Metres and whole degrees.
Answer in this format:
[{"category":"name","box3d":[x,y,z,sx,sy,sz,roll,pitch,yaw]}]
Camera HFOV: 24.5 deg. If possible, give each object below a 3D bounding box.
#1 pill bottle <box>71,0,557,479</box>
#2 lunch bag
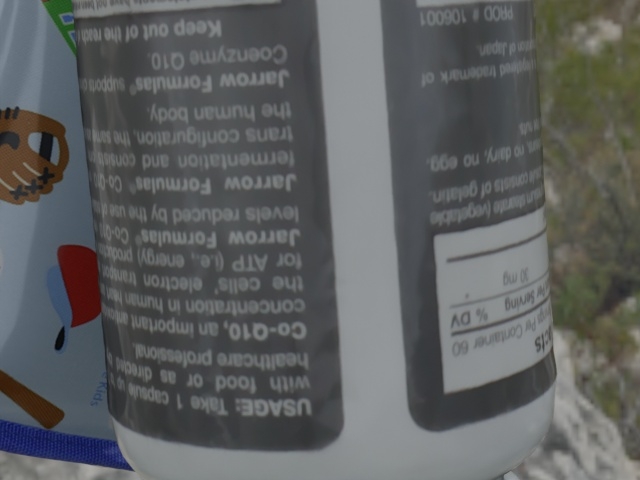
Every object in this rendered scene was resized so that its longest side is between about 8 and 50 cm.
[{"category":"pill bottle","box3d":[0.000,0.000,0.661,0.204,0.361,0.204,-4,8,1]},{"category":"lunch bag","box3d":[-0.078,-0.019,0.904,0.385,0.327,0.239,18,-6,-39]}]
